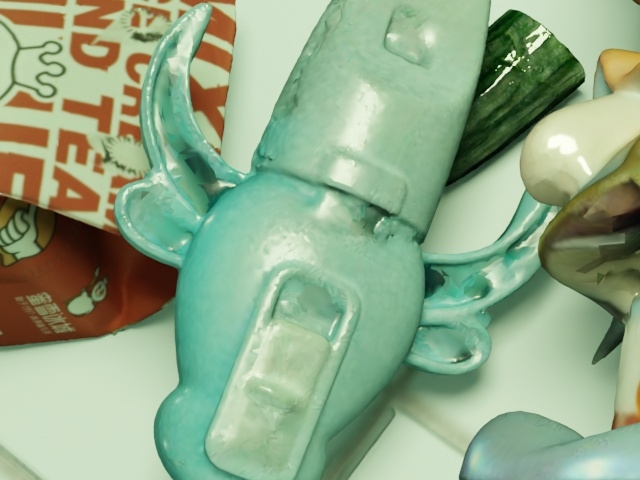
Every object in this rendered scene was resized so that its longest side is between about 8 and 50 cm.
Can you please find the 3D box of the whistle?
[{"bbox_3d":[0.000,0.000,0.750,0.186,0.093,0.274,24,82,-8],"label":"whistle"}]

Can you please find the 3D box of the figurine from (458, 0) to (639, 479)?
[{"bbox_3d":[0.196,-0.069,0.688,0.277,0.248,0.388,7,80,20],"label":"figurine"}]

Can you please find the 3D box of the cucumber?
[{"bbox_3d":[0.064,-0.057,0.818,0.105,0.048,0.048,-39,60,2],"label":"cucumber"}]

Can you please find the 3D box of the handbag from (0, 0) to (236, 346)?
[{"bbox_3d":[-0.185,-0.049,0.850,0.298,0.151,0.171,-7,59,11],"label":"handbag"}]
